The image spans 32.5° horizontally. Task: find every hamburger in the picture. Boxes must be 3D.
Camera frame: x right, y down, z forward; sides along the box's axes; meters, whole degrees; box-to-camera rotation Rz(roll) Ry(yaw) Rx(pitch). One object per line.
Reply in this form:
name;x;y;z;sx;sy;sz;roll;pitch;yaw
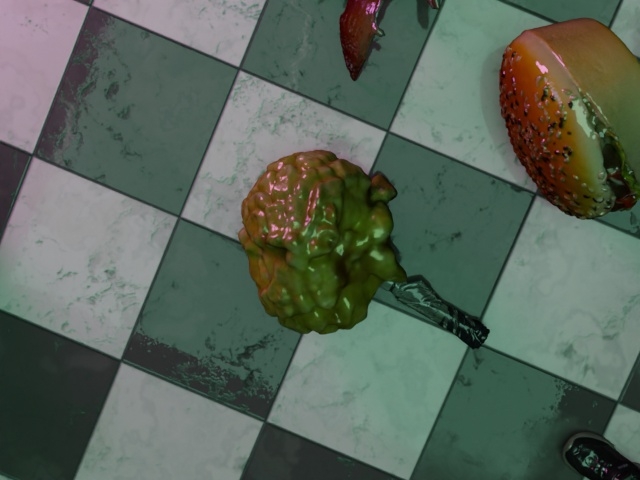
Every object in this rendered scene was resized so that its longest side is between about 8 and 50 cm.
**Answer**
hamburger;0.360;-0.166;1.549;0.176;0.300;0.300;-30;94;-2

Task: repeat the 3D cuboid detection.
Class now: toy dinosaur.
toy dinosaur;0.133;-0.409;1.627;0.206;0.113;0.327;3;73;38

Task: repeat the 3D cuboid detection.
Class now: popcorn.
popcorn;0.000;0.000;1.616;0.258;0.224;0.270;37;79;-27

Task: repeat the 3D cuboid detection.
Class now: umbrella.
umbrella;0.178;0.102;1.706;0.188;0.046;0.050;32;92;4

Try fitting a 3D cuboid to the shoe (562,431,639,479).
shoe;0.455;0.362;1.691;0.169;0.099;0.071;32;95;-4
